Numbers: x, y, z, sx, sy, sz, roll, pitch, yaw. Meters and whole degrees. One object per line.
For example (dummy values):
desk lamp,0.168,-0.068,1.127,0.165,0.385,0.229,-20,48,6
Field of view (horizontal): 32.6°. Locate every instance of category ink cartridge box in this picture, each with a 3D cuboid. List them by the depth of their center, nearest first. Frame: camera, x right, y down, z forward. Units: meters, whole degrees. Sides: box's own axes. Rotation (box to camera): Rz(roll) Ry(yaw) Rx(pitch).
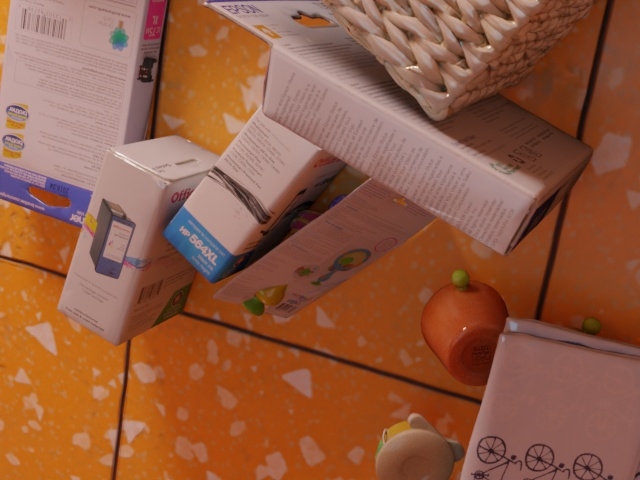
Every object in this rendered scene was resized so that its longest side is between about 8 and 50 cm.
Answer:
ink cartridge box,0.081,-0.123,1.037,0.330,0.324,0.071,31,111,13
ink cartridge box,-0.058,-0.063,1.205,0.086,0.148,0.203,46,115,9
ink cartridge box,-0.201,-0.006,1.274,0.093,0.154,0.212,29,112,16
ink cartridge box,-0.296,-0.179,1.325,0.185,0.065,0.311,17,106,18

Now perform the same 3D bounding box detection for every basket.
basket,0.122,-0.323,0.976,0.331,0.328,0.266,47,116,6

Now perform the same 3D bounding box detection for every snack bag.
snack bag,0.314,0.262,1.134,0.342,0.037,0.323,13,108,0

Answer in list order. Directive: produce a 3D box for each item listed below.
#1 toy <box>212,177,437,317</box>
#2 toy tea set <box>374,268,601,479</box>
toy,0.000,0.000,1.222,0.237,0.137,0.056,-39,56,23
toy tea set,0.162,0.192,1.214,0.200,0.124,0.336,23,109,-15
